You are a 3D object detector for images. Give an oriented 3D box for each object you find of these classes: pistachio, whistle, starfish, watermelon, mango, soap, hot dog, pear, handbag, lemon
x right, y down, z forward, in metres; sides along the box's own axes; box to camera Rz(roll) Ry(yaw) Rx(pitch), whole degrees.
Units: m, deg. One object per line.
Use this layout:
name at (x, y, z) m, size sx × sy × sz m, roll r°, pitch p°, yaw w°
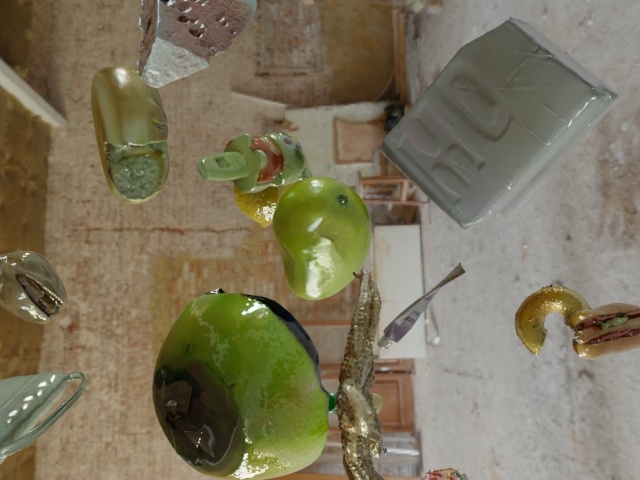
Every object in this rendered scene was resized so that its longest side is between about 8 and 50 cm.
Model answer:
pistachio at (-0.508, 0.083, 1.054) m, size 0.113 × 0.113 × 0.149 m, roll -96°, pitch -10°, yaw -50°
whistle at (-0.127, -0.159, 1.222) m, size 0.131 × 0.288 × 0.106 m, roll 54°, pitch 127°, yaw 16°
starfish at (0.052, 0.201, 0.777) m, size 0.299 × 0.060 × 0.302 m, roll -73°, pitch -21°, yaw -70°
watermelon at (-0.178, -0.288, 0.805) m, size 0.094 × 0.154 × 0.241 m, roll -47°, pitch 26°, yaw 41°
mango at (0.008, -0.004, 1.170) m, size 0.149 × 0.185 × 0.273 m, roll -96°, pitch -4°, yaw -48°
soap at (0.401, -0.277, 1.423) m, size 0.350 × 0.213 × 0.435 m, roll 51°, pitch 125°, yaw 16°
hot dog at (0.521, 0.161, 1.086) m, size 0.062 × 0.235 × 0.092 m, roll -18°, pitch 80°, yaw 54°
pear at (-0.179, 0.283, 1.096) m, size 0.165 × 0.399 × 0.399 m, roll -18°, pitch -66°, yaw -47°
handbag at (-0.536, 0.314, 1.072) m, size 0.256 × 0.219 × 0.079 m, roll -71°, pitch -34°, yaw -70°
lemon at (-0.129, -0.159, 1.606) m, size 0.204 × 0.204 × 0.260 m, roll -106°, pitch 32°, yaw -75°

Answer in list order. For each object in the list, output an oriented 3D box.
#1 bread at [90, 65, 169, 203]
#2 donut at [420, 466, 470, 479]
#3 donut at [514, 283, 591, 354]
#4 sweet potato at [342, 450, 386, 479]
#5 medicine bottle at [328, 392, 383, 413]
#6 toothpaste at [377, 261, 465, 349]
bread at (-0.461, -0.262, 1.486) m, size 0.333 × 0.160 × 0.333 m, roll 35°, pitch 131°, yaw 54°
donut at (0.256, 0.515, 1.065) m, size 0.233 × 0.085 × 0.199 m, roll 61°, pitch -164°, yaw 15°
donut at (0.542, 0.181, 1.433) m, size 0.078 × 0.181 × 0.146 m, roll 14°, pitch -128°, yaw -64°
sweet potato at (0.124, 0.575, 1.500) m, size 0.346 × 0.108 × 0.079 m, roll 31°, pitch 138°, yaw 54°
medicine bottle at (0.075, 0.411, 1.513) m, size 0.260 × 0.095 × 0.064 m, roll 31°, pitch -149°, yaw -60°
toothpaste at (0.258, 0.171, 1.561) m, size 0.048 × 0.301 × 0.075 m, roll 47°, pitch -168°, yaw 20°
